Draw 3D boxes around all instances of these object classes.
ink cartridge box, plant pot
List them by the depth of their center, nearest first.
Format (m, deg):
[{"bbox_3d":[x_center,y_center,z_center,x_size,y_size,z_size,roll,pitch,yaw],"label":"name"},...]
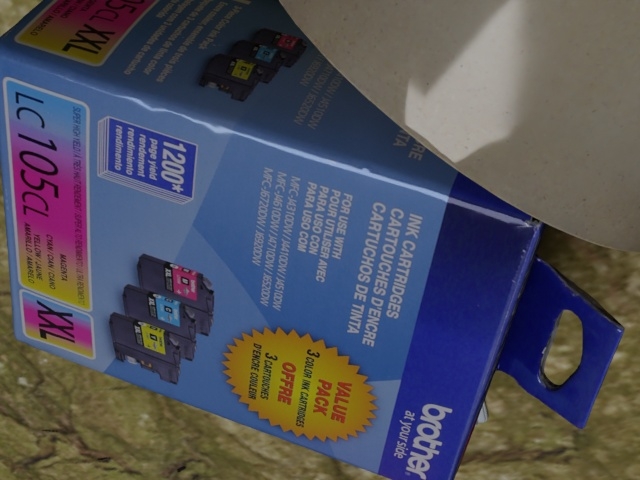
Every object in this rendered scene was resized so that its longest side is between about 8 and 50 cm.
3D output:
[{"bbox_3d":[0.146,-0.181,0.509,0.256,0.256,0.274,34,118,-6],"label":"plant pot"},{"bbox_3d":[0.000,0.000,0.783,0.395,0.151,0.270,17,134,9],"label":"ink cartridge box"}]

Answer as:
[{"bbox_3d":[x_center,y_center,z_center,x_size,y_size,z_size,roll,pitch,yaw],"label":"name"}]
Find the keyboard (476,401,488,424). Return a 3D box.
[{"bbox_3d":[0.008,0.111,0.972,0.256,0.014,0.072,3,125,23],"label":"keyboard"}]
